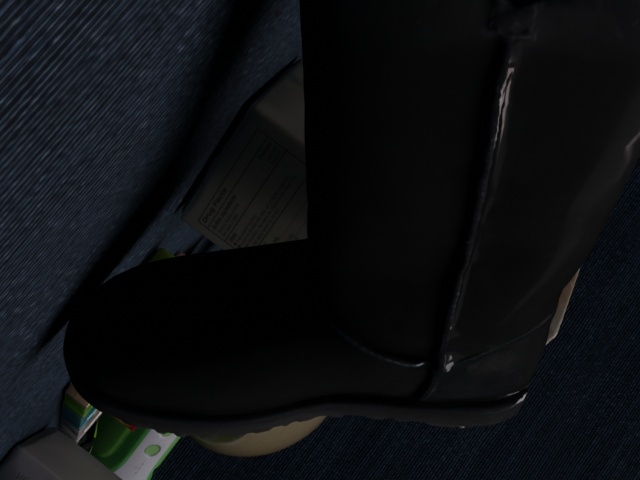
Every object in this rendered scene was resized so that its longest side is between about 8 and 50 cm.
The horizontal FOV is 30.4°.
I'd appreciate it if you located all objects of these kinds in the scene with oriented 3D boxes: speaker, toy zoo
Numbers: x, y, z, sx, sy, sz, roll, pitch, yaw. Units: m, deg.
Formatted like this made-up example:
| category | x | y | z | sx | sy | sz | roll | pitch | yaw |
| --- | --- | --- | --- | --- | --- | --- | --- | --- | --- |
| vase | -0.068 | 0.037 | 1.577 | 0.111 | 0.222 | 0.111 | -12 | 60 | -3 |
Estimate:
| category | x | y | z | sx | sy | sz | roll | pitch | yaw |
| --- | --- | --- | --- | --- | --- | --- | --- | --- | --- |
| speaker | -0.229 | 0.221 | 1.633 | 0.296 | 0.131 | 0.131 | -52 | 180 | 20 |
| toy zoo | -0.223 | 0.132 | 1.337 | 0.192 | 0.030 | 0.293 | -52 | 180 | -21 |

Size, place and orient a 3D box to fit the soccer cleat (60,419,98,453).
| category | x | y | z | sx | sy | sz | roll | pitch | yaw |
| --- | --- | --- | --- | --- | --- | --- | --- | --- | --- |
| soccer cleat | -0.313 | 0.265 | 1.403 | 0.072 | 0.060 | 0.179 | -63 | -178 | 24 |

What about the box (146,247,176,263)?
| category | x | y | z | sx | sy | sz | roll | pitch | yaw |
| --- | --- | --- | --- | --- | --- | --- | --- | --- | --- |
| box | -0.174 | 0.076 | 1.110 | 0.109 | 0.042 | 0.178 | -53 | 180 | -23 |

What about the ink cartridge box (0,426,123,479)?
| category | x | y | z | sx | sy | sz | roll | pitch | yaw |
| --- | --- | --- | --- | --- | --- | --- | --- | --- | --- |
| ink cartridge box | -0.298 | 0.437 | 1.191 | 0.395 | 0.285 | 0.166 | -53 | 178 | -2 |

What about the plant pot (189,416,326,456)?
| category | x | y | z | sx | sy | sz | roll | pitch | yaw |
| --- | --- | --- | --- | --- | --- | --- | --- | --- | --- |
| plant pot | -0.126 | 0.210 | 1.770 | 0.284 | 0.284 | 0.191 | -53 | 175 | 20 |

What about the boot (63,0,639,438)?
| category | x | y | z | sx | sy | sz | roll | pitch | yaw |
| --- | --- | --- | --- | --- | --- | --- | --- | --- | --- |
| boot | 0.003 | -0.032 | 0.731 | 0.445 | 0.367 | 0.146 | 96 | -9 | -58 |

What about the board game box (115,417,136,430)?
| category | x | y | z | sx | sy | sz | roll | pitch | yaw |
| --- | --- | --- | --- | --- | --- | --- | --- | --- | --- |
| board game box | -0.156 | 0.109 | 1.345 | 0.193 | 0.045 | 0.147 | -53 | 180 | 21 |

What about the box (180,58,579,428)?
| category | x | y | z | sx | sy | sz | roll | pitch | yaw |
| --- | --- | --- | --- | --- | --- | --- | --- | --- | --- |
| box | 0.052 | 0.001 | 1.022 | 0.148 | 0.311 | 0.121 | -51 | -179 | 36 |
